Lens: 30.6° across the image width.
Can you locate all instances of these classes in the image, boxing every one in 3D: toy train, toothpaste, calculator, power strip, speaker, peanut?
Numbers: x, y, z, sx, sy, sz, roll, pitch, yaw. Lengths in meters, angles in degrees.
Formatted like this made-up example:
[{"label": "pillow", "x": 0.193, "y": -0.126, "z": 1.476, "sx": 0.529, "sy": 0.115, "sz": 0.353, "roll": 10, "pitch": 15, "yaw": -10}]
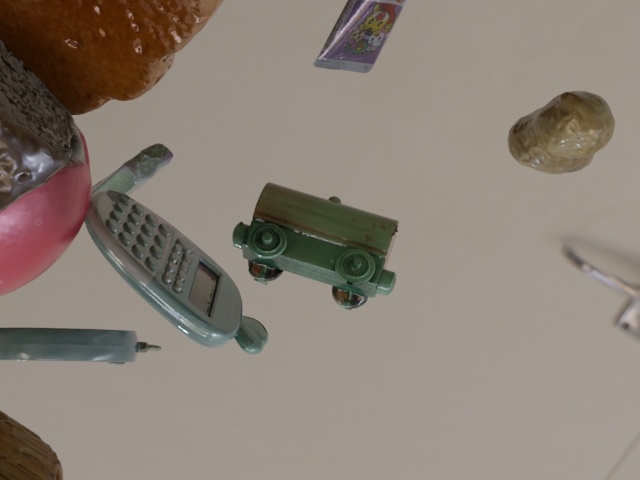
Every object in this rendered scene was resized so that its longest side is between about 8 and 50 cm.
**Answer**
[{"label": "toy train", "x": 0.000, "y": 0.000, "z": 1.971, "sx": 0.285, "sy": 0.116, "sz": 0.177, "roll": 16, "pitch": -119, "yaw": 8}, {"label": "toothpaste", "x": 0.094, "y": -0.366, "z": 1.687, "sx": 0.114, "sy": 0.299, "sz": 0.073, "roll": -2, "pitch": -138, "yaw": -42}, {"label": "calculator", "x": -0.181, "y": 0.047, "z": 1.485, "sx": 0.295, "sy": 0.042, "sz": 0.184, "roll": 42, "pitch": -162, "yaw": -14}, {"label": "power strip", "x": -0.367, "y": 0.162, "z": 1.793, "sx": 0.253, "sy": 0.054, "sz": 0.167, "roll": 7, "pitch": 173, "yaw": -37}, {"label": "speaker", "x": -0.387, "y": -0.070, "z": 1.231, "sx": 0.294, "sy": 0.294, "sz": 0.294, "roll": 22, "pitch": -155, "yaw": -11}, {"label": "peanut", "x": 0.287, "y": -0.130, "z": 1.391, "sx": 0.099, "sy": 0.099, "sz": 0.214, "roll": 27, "pitch": 168, "yaw": 0}]

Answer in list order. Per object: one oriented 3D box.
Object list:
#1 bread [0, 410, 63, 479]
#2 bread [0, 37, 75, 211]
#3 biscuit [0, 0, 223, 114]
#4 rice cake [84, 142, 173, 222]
[{"label": "bread", "x": -0.404, "y": 0.295, "z": 1.315, "sx": 0.240, "sy": 0.139, "sz": 0.240, "roll": -14, "pitch": -147, "yaw": 10}, {"label": "bread", "x": -0.369, "y": -0.010, "z": 0.739, "sx": 0.165, "sy": 0.416, "sz": 0.113, "roll": 52, "pitch": -166, "yaw": -37}, {"label": "biscuit", "x": -0.263, "y": -0.293, "z": 1.150, "sx": 0.350, "sy": 0.455, "sz": 0.078, "roll": 54, "pitch": -135, "yaw": -18}, {"label": "rice cake", "x": -0.279, "y": -0.079, "z": 1.629, "sx": 0.080, "sy": 0.222, "sz": 0.042, "roll": -40, "pitch": -81, "yaw": -36}]
